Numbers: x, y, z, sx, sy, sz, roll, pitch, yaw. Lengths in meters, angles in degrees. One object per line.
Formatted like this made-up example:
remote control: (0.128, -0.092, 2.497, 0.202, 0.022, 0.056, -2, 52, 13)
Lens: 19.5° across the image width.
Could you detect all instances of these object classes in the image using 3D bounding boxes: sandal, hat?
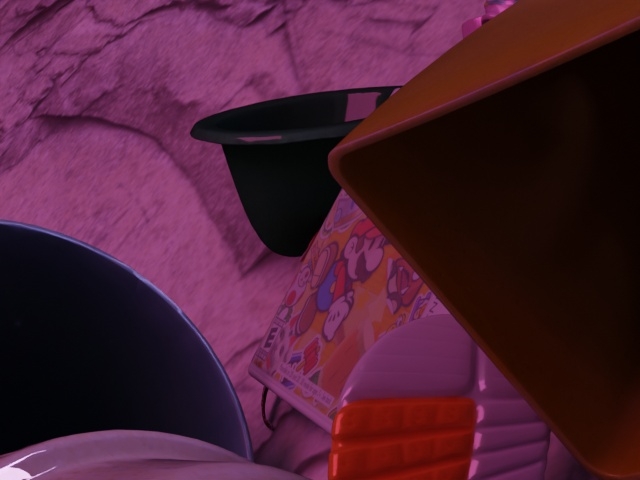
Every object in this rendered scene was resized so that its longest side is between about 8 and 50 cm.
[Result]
sandal: (0.044, 0.161, 0.866, 0.076, 0.102, 0.265, 95, -175, -64)
hat: (0.000, 0.000, 1.287, 0.209, 0.183, 0.173, -14, 14, -29)

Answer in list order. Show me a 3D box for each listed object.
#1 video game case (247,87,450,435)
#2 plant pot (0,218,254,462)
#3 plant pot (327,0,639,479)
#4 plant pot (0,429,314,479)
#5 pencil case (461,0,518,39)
video game case: (0.045, 0.014, 1.077, 0.206, 0.026, 0.227, -62, 21, -1)
plant pot: (-0.217, 0.170, 1.115, 0.235, 0.293, 0.293, -51, 15, 49)
plant pot: (0.173, -0.043, 0.817, 0.212, 0.212, 0.187, -21, 26, 50)
plant pot: (0.056, 0.203, 0.545, 0.305, 0.334, 0.333, -14, 41, 38)
pencil case: (0.201, -0.131, 0.979, 0.284, 0.124, 0.124, -14, 42, 56)
